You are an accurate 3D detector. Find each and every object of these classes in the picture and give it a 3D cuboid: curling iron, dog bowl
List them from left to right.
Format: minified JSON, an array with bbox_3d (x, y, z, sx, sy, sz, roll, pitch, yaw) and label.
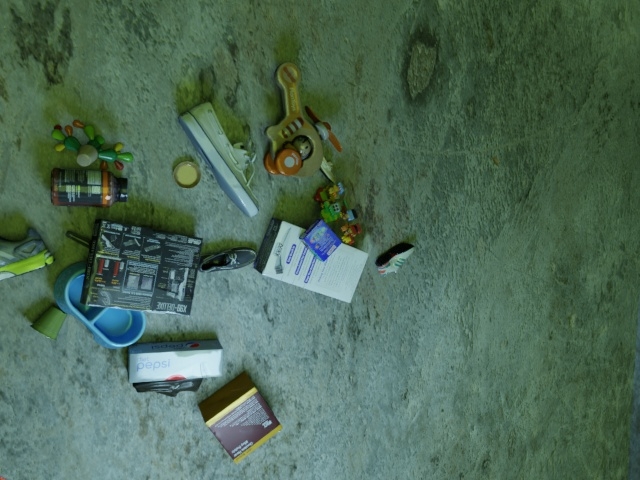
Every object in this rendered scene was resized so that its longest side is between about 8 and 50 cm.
[{"bbox_3d":[-0.630,0.193,1.650,0.166,0.074,0.297,-48,116,-25],"label":"dog bowl"},{"bbox_3d":[-0.610,0.029,1.668,0.274,0.035,0.068,23,88,-26],"label":"curling iron"}]

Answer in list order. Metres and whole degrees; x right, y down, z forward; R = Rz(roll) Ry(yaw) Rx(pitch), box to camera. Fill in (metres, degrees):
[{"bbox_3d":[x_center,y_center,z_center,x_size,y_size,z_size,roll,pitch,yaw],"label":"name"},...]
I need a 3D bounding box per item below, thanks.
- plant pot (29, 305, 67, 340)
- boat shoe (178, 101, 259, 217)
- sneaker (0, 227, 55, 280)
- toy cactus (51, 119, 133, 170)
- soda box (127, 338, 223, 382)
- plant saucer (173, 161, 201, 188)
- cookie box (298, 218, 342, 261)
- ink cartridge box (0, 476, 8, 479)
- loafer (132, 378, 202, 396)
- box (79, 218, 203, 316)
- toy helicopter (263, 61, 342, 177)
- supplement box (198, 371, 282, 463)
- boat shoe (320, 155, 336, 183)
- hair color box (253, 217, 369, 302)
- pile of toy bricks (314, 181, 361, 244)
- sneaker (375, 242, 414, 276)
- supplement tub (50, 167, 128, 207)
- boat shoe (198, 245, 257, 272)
[{"bbox_3d":[-0.772,0.232,1.626,0.083,0.083,0.079,39,72,-25],"label":"plant pot"},{"bbox_3d":[-0.262,-0.254,1.711,0.156,0.136,0.367,-37,103,-15],"label":"boat shoe"},{"bbox_3d":[-0.891,0.055,1.531,0.300,0.111,0.121,-21,98,-23],"label":"sneaker"},{"bbox_3d":[-0.628,-0.241,1.533,0.219,0.180,0.112,28,110,-20],"label":"toy cactus"},{"bbox_3d":[-0.454,0.375,1.775,0.286,0.091,0.098,2,101,-23],"label":"soda box"},{"bbox_3d":[-0.404,-0.198,1.716,0.083,0.015,0.083,-5,103,-21],"label":"plant saucer"},{"bbox_3d":[0.000,0.000,1.799,0.092,0.040,0.107,-46,112,-11],"label":"cookie box"},{"bbox_3d":[-0.953,0.872,1.688,0.296,0.066,0.261,43,85,-24],"label":"ink cartridge box"},{"bbox_3d":[-0.479,0.462,1.789,0.220,0.080,0.078,1,100,-23],"label":"loafer"},{"bbox_3d":[-0.511,0.084,1.642,0.307,0.076,0.242,12,83,-34],"label":"box"},{"bbox_3d":[-0.065,-0.372,1.758,0.235,0.140,0.355,-12,102,-21],"label":"toy helicopter"},{"bbox_3d":[-0.265,0.585,1.877,0.191,0.129,0.194,-35,111,-13],"label":"supplement box"},{"bbox_3d":[0.017,-0.248,1.861,0.045,0.050,0.135,-40,113,-4],"label":"boat shoe"},{"bbox_3d":[-0.029,0.067,1.878,0.339,0.110,0.185,21,91,-27],"label":"hair color box"},{"bbox_3d":[0.043,-0.085,1.839,0.105,0.118,0.212,-18,81,-18],"label":"pile of toy bricks"},{"bbox_3d":[0.272,0.072,2.040,0.161,0.057,0.075,-31,128,-15],"label":"sneaker"},{"bbox_3d":[-0.642,-0.145,1.580,0.198,0.106,0.106,2,100,-23],"label":"supplement tub"},{"bbox_3d":[-0.293,0.066,1.791,0.206,0.065,0.075,-9,104,-21],"label":"boat shoe"}]
